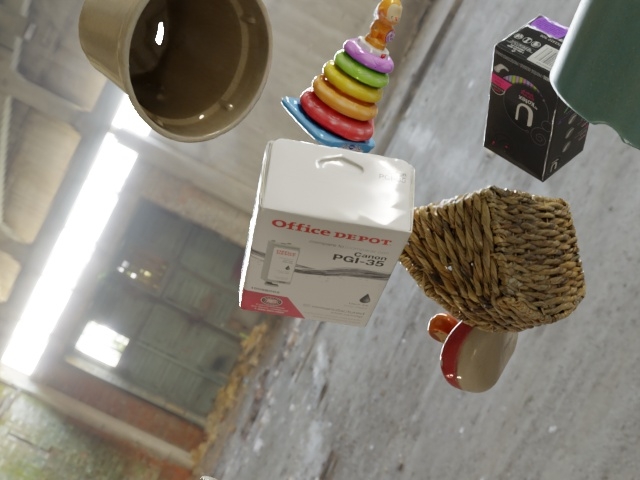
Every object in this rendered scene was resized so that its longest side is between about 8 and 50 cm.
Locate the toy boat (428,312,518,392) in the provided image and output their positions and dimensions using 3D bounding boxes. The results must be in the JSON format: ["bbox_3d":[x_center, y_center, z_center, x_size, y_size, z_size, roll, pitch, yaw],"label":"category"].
[{"bbox_3d":[0.269,0.174,1.525,0.231,0.151,0.151,-37,-48,-54],"label":"toy boat"}]

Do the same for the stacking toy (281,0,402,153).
[{"bbox_3d":[0.077,-0.328,1.600,0.175,0.166,0.302,0,-51,-47],"label":"stacking toy"}]

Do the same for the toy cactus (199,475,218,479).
[{"bbox_3d":[-0.229,0.535,1.559,0.112,0.218,0.181,178,107,-73],"label":"toy cactus"}]

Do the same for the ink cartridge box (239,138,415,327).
[{"bbox_3d":[0.000,0.000,1.189,0.283,0.207,0.117,107,170,-56],"label":"ink cartridge box"}]

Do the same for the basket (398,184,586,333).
[{"bbox_3d":[0.263,0.047,1.333,0.223,0.299,0.214,-15,79,37],"label":"basket"}]

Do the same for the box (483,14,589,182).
[{"bbox_3d":[0.441,-0.280,1.661,0.143,0.165,0.270,-36,-35,-23],"label":"box"}]

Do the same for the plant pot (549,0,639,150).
[{"bbox_3d":[0.476,-0.297,1.041,0.341,0.341,0.334,-71,4,-57],"label":"plant pot"}]

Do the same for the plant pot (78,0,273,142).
[{"bbox_3d":[-0.318,-0.396,1.657,0.305,0.333,0.334,28,92,42],"label":"plant pot"}]
